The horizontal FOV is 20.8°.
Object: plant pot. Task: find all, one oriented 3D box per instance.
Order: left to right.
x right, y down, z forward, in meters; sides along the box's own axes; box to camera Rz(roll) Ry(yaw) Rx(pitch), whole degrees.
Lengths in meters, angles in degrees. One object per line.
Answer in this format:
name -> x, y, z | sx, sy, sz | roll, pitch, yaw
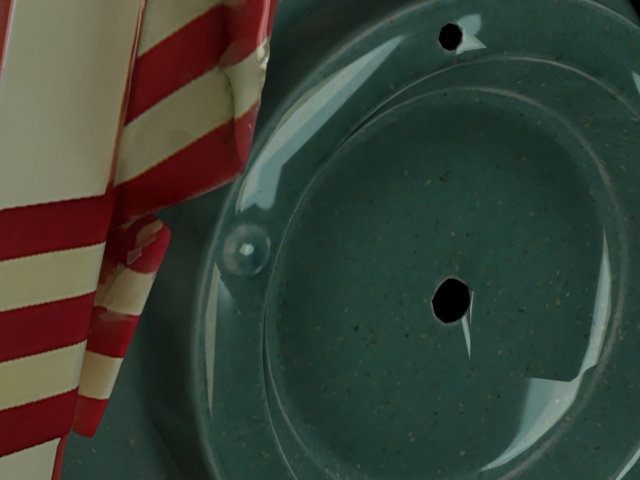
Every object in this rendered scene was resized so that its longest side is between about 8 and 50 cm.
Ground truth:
plant pot -> 0.000, 0.000, 0.531 | 0.293, 0.196, 0.293 | -7, 105, -29

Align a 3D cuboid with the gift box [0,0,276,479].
gift box -> -0.173, -0.024, 0.341 | 0.258, 0.255, 0.276 | -10, 121, -59
